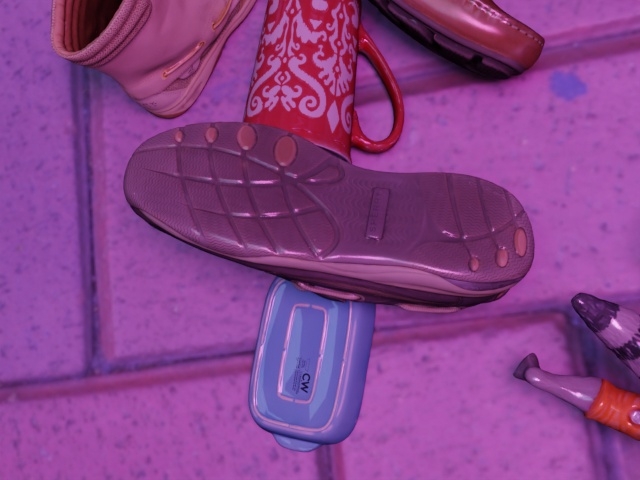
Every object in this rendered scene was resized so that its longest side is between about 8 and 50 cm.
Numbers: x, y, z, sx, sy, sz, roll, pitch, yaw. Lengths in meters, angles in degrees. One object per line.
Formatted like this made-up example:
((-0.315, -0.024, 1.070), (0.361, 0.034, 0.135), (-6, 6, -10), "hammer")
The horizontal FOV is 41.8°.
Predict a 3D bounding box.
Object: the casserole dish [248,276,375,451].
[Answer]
((-0.013, 0.108, 0.801), (0.114, 0.037, 0.188), (8, 84, 18), "casserole dish")

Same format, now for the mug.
((-0.001, -0.155, 0.820), (0.113, 0.150, 0.169), (-9, 70, 53), "mug")

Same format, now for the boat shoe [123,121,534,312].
((0.000, 0.000, 0.737), (0.356, 0.130, 0.132), (15, 58, 5), "boat shoe")

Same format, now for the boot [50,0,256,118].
((-0.148, -0.264, 0.813), (0.095, 0.203, 0.261), (28, 91, 18), "boot")

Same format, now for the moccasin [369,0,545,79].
((0.079, -0.302, 0.797), (0.147, 0.139, 0.380), (-44, 62, 15), "moccasin")

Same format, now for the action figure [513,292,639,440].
((0.293, 0.185, 0.622), (0.341, 0.178, 0.330), (-46, 70, 8), "action figure")
